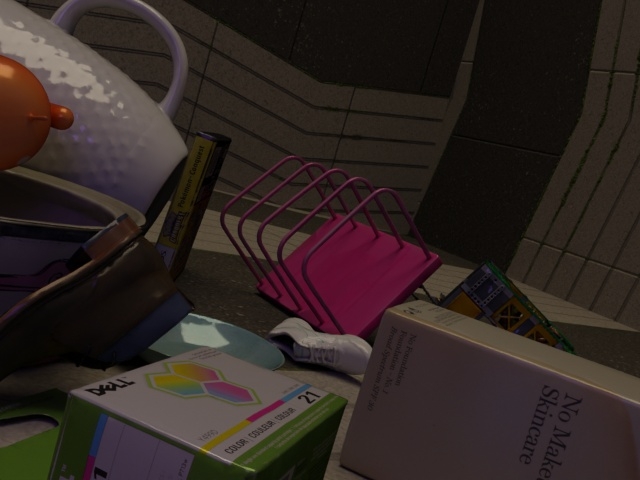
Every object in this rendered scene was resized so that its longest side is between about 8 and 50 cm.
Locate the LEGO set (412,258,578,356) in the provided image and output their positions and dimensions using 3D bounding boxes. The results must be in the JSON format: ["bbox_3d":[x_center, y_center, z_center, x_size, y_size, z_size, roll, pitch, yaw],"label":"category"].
[{"bbox_3d":[0.237,0.162,1.111,0.255,0.192,0.331,46,10,-2],"label":"LEGO set"}]

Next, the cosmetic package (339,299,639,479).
[{"bbox_3d":[0.191,0.179,0.683,0.309,0.160,0.113,18,8,24],"label":"cosmetic package"}]

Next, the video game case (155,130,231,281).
[{"bbox_3d":[-0.208,-0.052,1.223,0.035,0.248,0.275,20,6,-5],"label":"video game case"}]

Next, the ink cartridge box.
[{"bbox_3d":[-0.135,0.131,0.547,0.255,0.097,0.189,19,7,17],"label":"ink cartridge box"}]

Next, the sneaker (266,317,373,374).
[{"bbox_3d":[-0.002,0.144,0.995,0.152,0.054,0.061,13,13,27],"label":"sneaker"}]

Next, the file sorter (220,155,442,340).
[{"bbox_3d":[0.000,0.000,1.215,0.290,0.202,0.182,25,-27,55],"label":"file sorter"}]

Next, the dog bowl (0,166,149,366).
[{"bbox_3d":[-0.393,0.000,0.782,0.408,0.150,0.408,15,6,-2],"label":"dog bowl"}]

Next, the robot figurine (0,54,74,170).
[{"bbox_3d":[-0.375,-0.144,0.842,0.158,0.128,0.219,46,-13,-35],"label":"robot figurine"}]

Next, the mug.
[{"bbox_3d":[-0.346,-0.182,1.105,0.328,0.374,0.276,32,-3,-5],"label":"mug"}]

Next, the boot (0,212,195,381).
[{"bbox_3d":[-0.202,0.082,0.627,0.106,0.219,0.082,47,-28,-8],"label":"boot"}]

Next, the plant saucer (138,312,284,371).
[{"bbox_3d":[-0.138,0.124,0.855,0.195,0.037,0.195,17,6,-2],"label":"plant saucer"}]
